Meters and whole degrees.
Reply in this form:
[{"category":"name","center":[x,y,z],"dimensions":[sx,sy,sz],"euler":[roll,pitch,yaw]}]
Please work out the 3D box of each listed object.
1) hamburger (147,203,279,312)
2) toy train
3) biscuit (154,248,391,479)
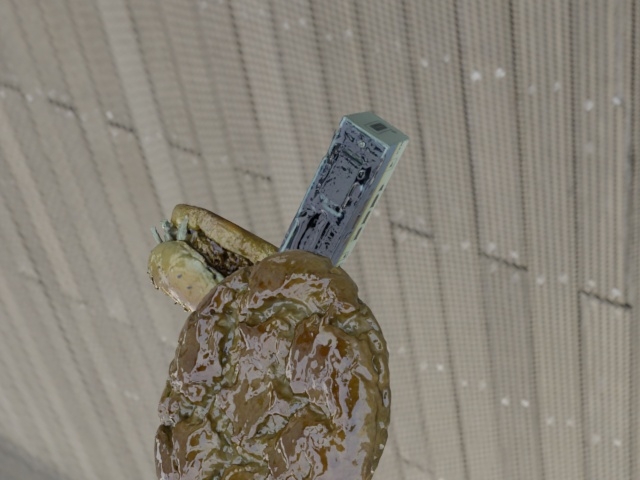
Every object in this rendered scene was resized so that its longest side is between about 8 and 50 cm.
[{"category":"hamburger","center":[-0.109,0.040,1.260],"dimensions":[0.185,0.113,0.177],"euler":[26,176,15]},{"category":"toy train","center":[0.000,0.000,1.035],"dimensions":[0.052,0.051,0.234],"euler":[36,118,19]},{"category":"biscuit","center":[-0.041,0.115,0.819],"dimensions":[0.226,0.225,0.042],"euler":[6,172,45]}]
